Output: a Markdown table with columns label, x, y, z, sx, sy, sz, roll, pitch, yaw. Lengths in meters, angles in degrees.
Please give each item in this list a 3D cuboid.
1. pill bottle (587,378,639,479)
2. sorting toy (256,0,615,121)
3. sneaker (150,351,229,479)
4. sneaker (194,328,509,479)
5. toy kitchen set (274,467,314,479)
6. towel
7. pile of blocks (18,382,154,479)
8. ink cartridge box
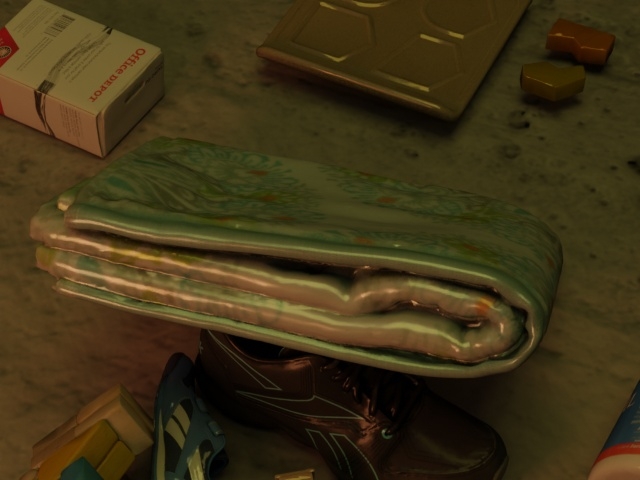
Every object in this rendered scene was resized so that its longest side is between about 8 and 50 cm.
| label | x | y | z | sx | sy | sz | roll | pitch | yaw |
| --- | --- | --- | --- | --- | --- | --- | --- | --- | --- |
| pill bottle | 0.299 | 0.133 | 1.165 | 0.124 | 0.124 | 0.221 | 24 | 52 | 19 |
| sorting toy | 0.119 | -0.192 | 1.510 | 0.307 | 0.041 | 0.229 | 21 | 47 | 16 |
| sneaker | -0.101 | 0.154 | 1.189 | 0.059 | 0.053 | 0.144 | -1 | 57 | -1 |
| sneaker | 0.019 | 0.121 | 1.185 | 0.267 | 0.106 | 0.101 | 20 | 50 | 15 |
| toy kitchen set | -0.008 | 0.217 | 1.122 | 0.083 | 0.068 | 0.075 | -9 | 49 | -8 |
| towel | 0.000 | 0.000 | 1.199 | 0.374 | 0.090 | 0.320 | 12 | 15 | 9 |
| pile of blocks | -0.201 | 0.261 | 1.041 | 0.149 | 0.112 | 0.362 | -11 | 33 | 51 |
| ink cartridge box | -0.237 | -0.155 | 1.450 | 0.150 | 0.063 | 0.109 | 24 | 52 | 18 |
